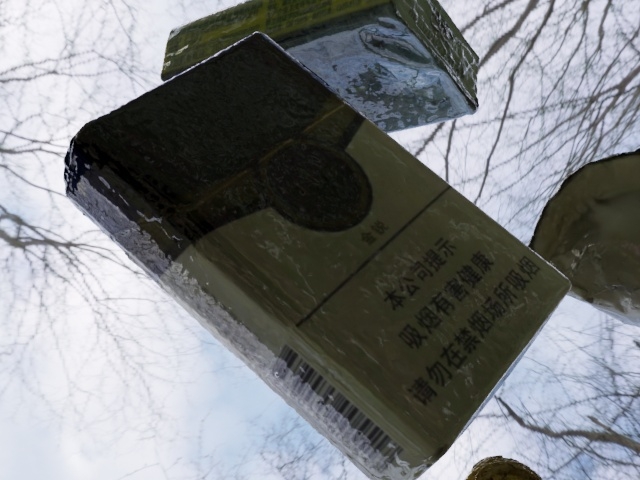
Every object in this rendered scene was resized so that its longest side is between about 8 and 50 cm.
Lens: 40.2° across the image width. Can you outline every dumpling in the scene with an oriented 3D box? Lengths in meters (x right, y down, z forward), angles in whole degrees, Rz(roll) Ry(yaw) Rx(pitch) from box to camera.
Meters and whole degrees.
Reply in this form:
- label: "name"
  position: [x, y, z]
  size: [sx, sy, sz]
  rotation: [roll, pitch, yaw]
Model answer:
- label: "dumpling"
  position: [0.320, 0.000, 0.827]
  size: [0.247, 0.142, 0.173]
  rotation: [14, -95, -3]

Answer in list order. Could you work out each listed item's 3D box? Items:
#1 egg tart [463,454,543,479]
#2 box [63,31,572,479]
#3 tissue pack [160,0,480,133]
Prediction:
- label: "egg tart"
  position: [0.153, 0.247, 0.733]
  size: [0.128, 0.049, 0.129]
  rotation: [14, -117, -31]
- label: "box"
  position: [0.000, 0.000, 0.509]
  size: [0.259, 0.071, 0.168]
  rotation: [41, -131, 9]
- label: "tissue pack"
  position: [0.002, -0.169, 0.845]
  size: [0.257, 0.185, 0.081]
  rotation: [-9, -115, 32]
